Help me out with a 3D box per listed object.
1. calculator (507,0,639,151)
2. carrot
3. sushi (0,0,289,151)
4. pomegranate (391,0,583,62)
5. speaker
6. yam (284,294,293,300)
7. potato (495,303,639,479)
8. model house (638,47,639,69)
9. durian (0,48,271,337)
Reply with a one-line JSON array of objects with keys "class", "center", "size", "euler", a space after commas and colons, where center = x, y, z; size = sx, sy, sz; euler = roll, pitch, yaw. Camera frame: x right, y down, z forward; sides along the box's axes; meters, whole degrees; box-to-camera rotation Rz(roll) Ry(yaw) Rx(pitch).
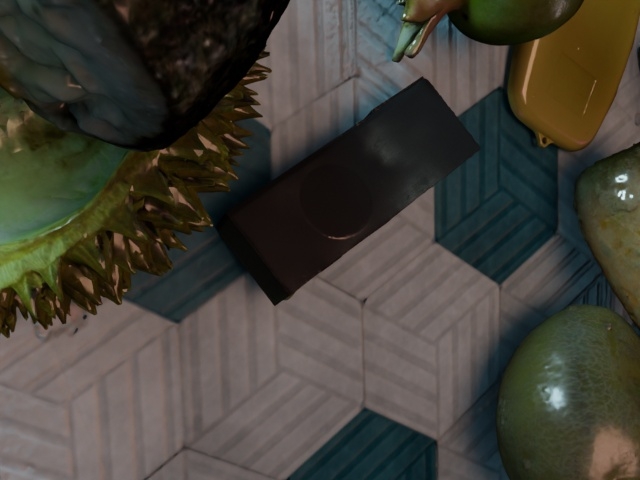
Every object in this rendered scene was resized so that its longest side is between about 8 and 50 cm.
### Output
[{"class": "calculator", "center": [0.263, -0.204, 0.797], "size": [0.157, 0.033, 0.237], "euler": [22, 85, -36]}, {"class": "carrot", "center": [0.359, 0.045, 0.783], "size": [0.138, 0.138, 0.302], "euler": [-7, 72, -34]}, {"class": "sushi", "center": [-0.165, -0.191, 0.357], "size": [0.350, 0.211, 0.171], "euler": [28, 70, 2]}, {"class": "pomegranate", "center": [0.131, -0.224, 0.656], "size": [0.191, 0.131, 0.152], "euler": [-33, 121, -3]}, {"class": "speaker", "center": [0.026, -0.044, 0.628], "size": [0.218, 0.044, 0.082], "euler": [-36, 89, -26]}, {"class": "yam", "center": [0.000, 0.000, 0.645], "size": [0.116, 0.021, 0.021], "euler": [-52, 121, -20]}, {"class": "potato", "center": [0.258, 0.175, 0.771], "size": [0.178, 0.160, 0.235], "euler": [58, 43, -50]}, {"class": "model house", "center": [0.490, -0.211, 0.824], "size": [0.181, 0.248, 0.176], "euler": [-28, 111, -30]}, {"class": "durian", "center": [-0.138, -0.106, 0.511], "size": [0.198, 0.163, 0.394], "euler": [16, 80, 4]}]
